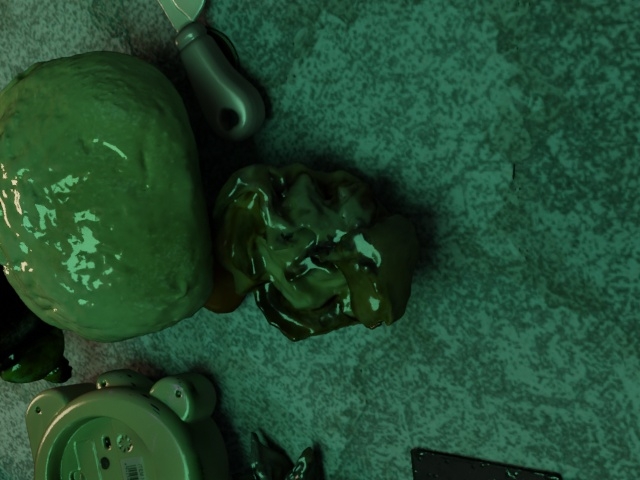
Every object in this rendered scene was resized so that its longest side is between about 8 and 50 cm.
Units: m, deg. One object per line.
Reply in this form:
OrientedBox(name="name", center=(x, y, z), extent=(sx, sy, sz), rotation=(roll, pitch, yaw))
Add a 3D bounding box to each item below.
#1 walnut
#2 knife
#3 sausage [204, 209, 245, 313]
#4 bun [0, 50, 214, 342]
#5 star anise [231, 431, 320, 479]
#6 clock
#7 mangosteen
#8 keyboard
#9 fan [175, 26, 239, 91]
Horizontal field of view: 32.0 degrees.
OrientedBox(name="walnut", center=(0.003, 0.010, 1.217), extent=(0.238, 0.141, 0.204), rotation=(29, 139, 21))
OrientedBox(name="knife", center=(-0.158, -0.266, 1.253), extent=(0.081, 0.043, 0.336), rotation=(-28, 91, 35))
OrientedBox(name="sausage", center=(-0.118, 0.026, 1.349), extent=(0.089, 0.089, 0.179), rotation=(35, 137, 17))
OrientedBox(name="bun", center=(-0.271, -0.042, 1.278), extent=(0.353, 0.227, 0.349), rotation=(65, 152, 19))
OrientedBox(name="star anise", center=(-0.053, 0.346, 1.479), extent=(0.171, 0.063, 0.208), rotation=(38, 130, 16))
OrientedBox(name="clock", center=(-0.261, 0.320, 1.546), extent=(0.309, 0.114, 0.284), rotation=(-16, 82, 29))
OrientedBox(name="mangosteen", center=(-0.480, 0.064, 1.508), extent=(0.306, 0.306, 0.360), rotation=(9, 142, 33))
OrientedBox(name="keyboard", center=(0.192, 0.284, 1.299), extent=(0.195, 0.018, 0.060), rotation=(3, 107, 35))
OrientedBox(name="fan", center=(-0.143, -0.196, 1.303), extent=(0.133, 0.005, 0.085), rotation=(-29, 94, 41))
